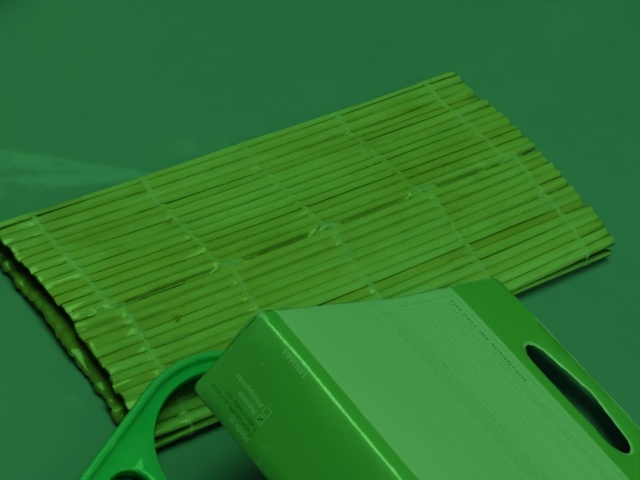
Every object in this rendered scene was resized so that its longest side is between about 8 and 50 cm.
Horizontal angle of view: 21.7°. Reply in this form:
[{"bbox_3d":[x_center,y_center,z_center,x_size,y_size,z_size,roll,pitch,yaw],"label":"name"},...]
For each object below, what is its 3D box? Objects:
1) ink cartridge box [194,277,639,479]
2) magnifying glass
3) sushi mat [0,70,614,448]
[{"bbox_3d":[0.071,0.098,0.762,0.171,0.056,0.235,48,23,20],"label":"ink cartridge box"},{"bbox_3d":[-0.092,0.117,0.729,0.231,0.026,0.092,-24,71,-29],"label":"magnifying glass"},{"bbox_3d":[0.000,0.000,0.883,0.316,0.019,0.151,-21,56,-32],"label":"sushi mat"}]
